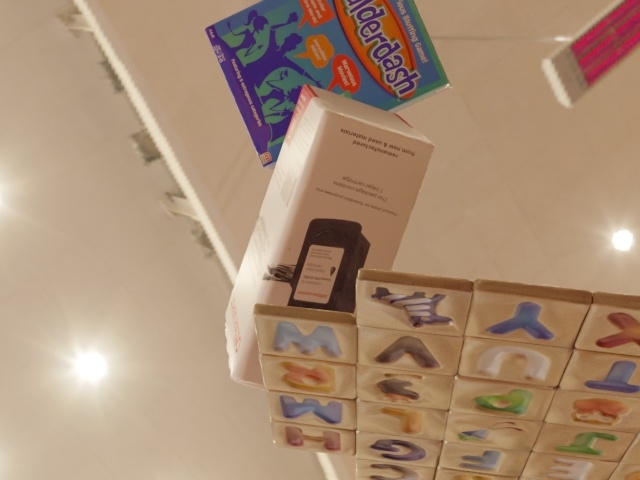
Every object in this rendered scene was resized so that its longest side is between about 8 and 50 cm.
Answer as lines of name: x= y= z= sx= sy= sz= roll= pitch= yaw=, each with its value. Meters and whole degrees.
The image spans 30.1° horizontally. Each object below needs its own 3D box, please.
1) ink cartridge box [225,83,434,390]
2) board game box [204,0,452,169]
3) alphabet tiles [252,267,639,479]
ink cartridge box: x=0.000 y=0.000 z=1.031 sx=0.100 sy=0.172 sz=0.237 roll=17 pitch=-78 yaw=-10
board game box: x=0.008 y=-0.188 z=1.222 sx=0.210 sy=0.047 sz=0.160 roll=-24 pitch=-93 yaw=10
alphabet tiles: x=0.106 y=0.104 z=0.720 sx=0.285 sy=0.342 sz=0.011 roll=6 pitch=-117 yaw=5
